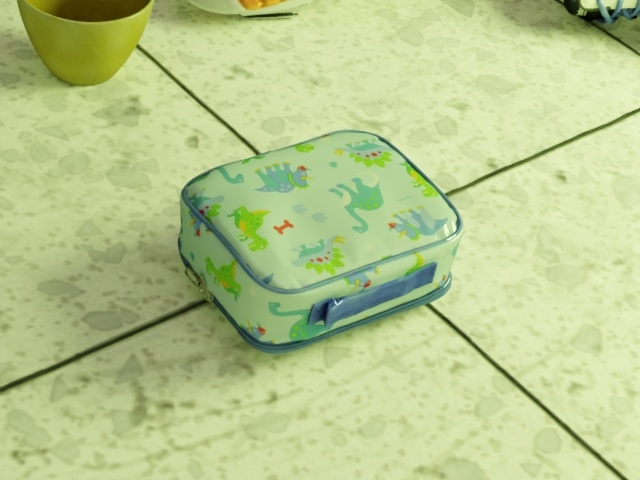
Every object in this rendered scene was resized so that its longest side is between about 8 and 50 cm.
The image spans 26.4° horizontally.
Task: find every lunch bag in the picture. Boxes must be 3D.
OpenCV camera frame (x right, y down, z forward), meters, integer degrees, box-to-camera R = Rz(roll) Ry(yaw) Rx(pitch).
[{"bbox_3d":[0.000,0.000,1.152,0.219,0.090,0.176,-19,48,-31],"label":"lunch bag"}]

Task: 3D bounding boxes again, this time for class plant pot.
[{"bbox_3d":[-0.233,-0.210,1.339,0.134,0.095,0.134,7,40,-6],"label":"plant pot"}]

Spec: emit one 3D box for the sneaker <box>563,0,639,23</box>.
[{"bbox_3d":[0.382,-0.285,1.547,0.315,0.182,0.127,51,9,5],"label":"sneaker"}]

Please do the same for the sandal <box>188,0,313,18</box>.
[{"bbox_3d":[-0.029,-0.290,1.492,0.265,0.076,0.102,-12,70,-10],"label":"sandal"}]
